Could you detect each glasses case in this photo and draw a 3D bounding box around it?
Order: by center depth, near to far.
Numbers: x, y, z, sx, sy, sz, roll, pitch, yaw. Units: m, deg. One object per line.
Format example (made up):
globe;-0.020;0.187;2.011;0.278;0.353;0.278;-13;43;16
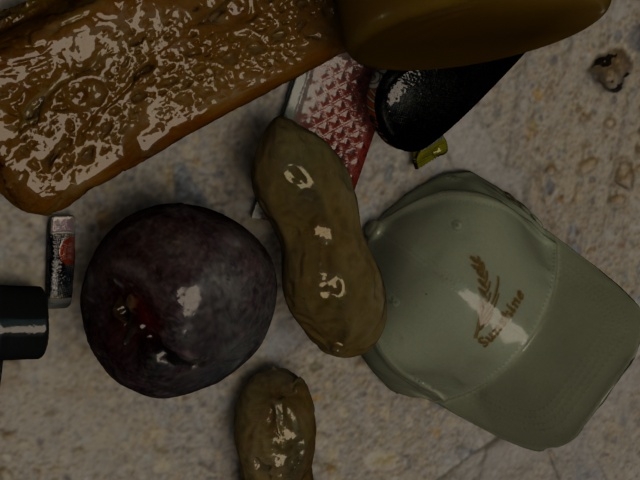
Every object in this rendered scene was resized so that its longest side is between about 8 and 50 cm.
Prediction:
glasses case;0.148;-0.200;1.335;0.266;0.067;0.103;-45;130;-17

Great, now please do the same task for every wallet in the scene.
wallet;0.003;-0.104;1.340;0.103;0.020;0.197;13;105;-19

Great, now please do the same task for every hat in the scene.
hat;0.176;0.081;1.370;0.258;0.301;0.168;-56;143;1

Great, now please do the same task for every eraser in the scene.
eraser;-0.252;0.022;1.271;0.027;0.019;0.099;-2;109;-25

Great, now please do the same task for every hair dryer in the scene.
hair dryer;-0.336;0.142;1.257;0.124;0.071;0.219;0;117;-24

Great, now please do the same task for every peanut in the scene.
peanut;0.000;0.000;1.301;0.101;0.117;0.263;-15;107;1
peanut;-0.049;0.239;1.415;0.099;0.099;0.214;-10;118;-22

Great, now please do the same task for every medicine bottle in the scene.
medicine bottle;0.122;-0.292;1.166;0.237;0.238;0.232;-6;84;-24

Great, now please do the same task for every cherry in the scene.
cherry;-0.131;0.057;1.255;0.195;0.195;0.195;-9;112;-23

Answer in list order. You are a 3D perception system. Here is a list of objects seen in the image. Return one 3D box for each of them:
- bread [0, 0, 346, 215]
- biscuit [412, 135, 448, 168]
bread;-0.151;-0.180;1.196;0.380;0.109;0.185;-30;108;-15
biscuit;0.081;-0.207;1.342;0.048;0.026;0.292;-28;119;-18
